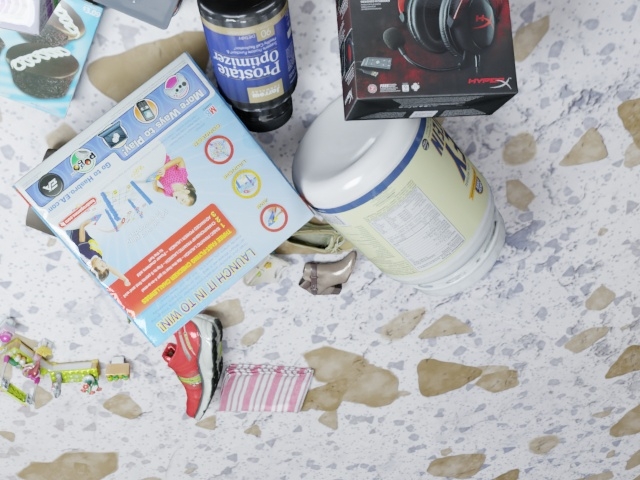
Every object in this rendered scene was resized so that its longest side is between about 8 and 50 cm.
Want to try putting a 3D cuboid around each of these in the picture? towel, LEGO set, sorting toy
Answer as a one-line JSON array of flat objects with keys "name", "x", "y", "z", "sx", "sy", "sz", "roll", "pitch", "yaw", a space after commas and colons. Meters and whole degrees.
[{"name": "towel", "x": -0.123, "y": 0.335, "z": 1.567, "sx": 0.196, "sy": 0.029, "sz": 0.144, "roll": 5, "pitch": 128, "yaw": -15}, {"name": "LEGO set", "x": -0.521, "y": 0.267, "z": 1.385, "sx": 0.287, "sy": 0.107, "sz": 0.132, "roll": 28, "pitch": 119, "yaw": -28}, {"name": "sorting toy", "x": -0.097, "y": 0.053, "z": 1.339, "sx": 0.075, "sy": 0.045, "sz": 0.083, "roll": 23, "pitch": 121, "yaw": -35}]

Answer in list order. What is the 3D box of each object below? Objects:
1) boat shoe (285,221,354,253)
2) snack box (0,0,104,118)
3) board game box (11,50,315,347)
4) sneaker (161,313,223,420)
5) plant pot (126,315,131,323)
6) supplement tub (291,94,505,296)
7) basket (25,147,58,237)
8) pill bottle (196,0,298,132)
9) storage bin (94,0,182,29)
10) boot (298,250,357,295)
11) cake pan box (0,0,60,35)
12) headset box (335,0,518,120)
[{"name": "boat shoe", "x": 0.000, "y": -0.002, "z": 1.307, "sx": 0.152, "sy": 0.048, "sz": 0.056, "roll": 16, "pitch": 124, "yaw": -22}, {"name": "snack box", "x": -0.479, "y": -0.310, "z": 0.960, "sx": 0.321, "sy": 0.060, "sz": 0.187, "roll": 18, "pitch": 122, "yaw": -23}, {"name": "board game box", "x": -0.221, "y": -0.059, "z": 1.044, "sx": 0.308, "sy": 0.086, "sz": 0.302, "roll": -39, "pitch": 100, "yaw": -7}, {"name": "sneaker", "x": -0.265, "y": 0.251, "z": 1.448, "sx": 0.118, "sy": 0.107, "sz": 0.279, "roll": 11, "pitch": 124, "yaw": 4}, {"name": "plant pot", "x": -0.326, "y": 0.107, "z": 1.320, "sx": 0.079, "sy": 0.083, "sz": 0.083, "roll": -11, "pitch": 131, "yaw": -17}, {"name": "supplement tub", "x": 0.135, "y": -0.074, "z": 1.153, "sx": 0.235, "sy": 0.235, "sz": 0.325, "roll": -36, "pitch": 126, "yaw": 18}, {"name": "basket", "x": -0.342, "y": -0.053, "z": 1.141, "sx": 0.226, "sy": 0.154, "sz": 0.204, "roll": 16, "pitch": 124, "yaw": -17}, {"name": "pill bottle", "x": -0.097, "y": -0.266, "z": 1.017, "sx": 0.122, "sy": 0.123, "sz": 0.219, "roll": -11, "pitch": 142, "yaw": -2}, {"name": "storage bin", "x": -0.245, "y": -0.349, "z": 0.954, "sx": 0.135, "sy": 0.091, "sz": 0.098, "roll": 18, "pitch": 123, "yaw": -24}, {"name": "boot", "x": 0.010, "y": 0.059, "z": 1.366, "sx": 0.086, "sy": 0.042, "sz": 0.119, "roll": 16, "pitch": 117, "yaw": -13}, {"name": "cake pan box", "x": -0.317, "y": -0.393, "z": 0.793, "sx": 0.070, "sy": 0.267, "sz": 0.246, "roll": 8, "pitch": 124, "yaw": -11}, {"name": "headset box", "x": 0.133, "y": -0.320, "z": 0.955, "sx": 0.217, "sy": 0.110, "sz": 0.294, "roll": -3, "pitch": 84, "yaw": -7}]
